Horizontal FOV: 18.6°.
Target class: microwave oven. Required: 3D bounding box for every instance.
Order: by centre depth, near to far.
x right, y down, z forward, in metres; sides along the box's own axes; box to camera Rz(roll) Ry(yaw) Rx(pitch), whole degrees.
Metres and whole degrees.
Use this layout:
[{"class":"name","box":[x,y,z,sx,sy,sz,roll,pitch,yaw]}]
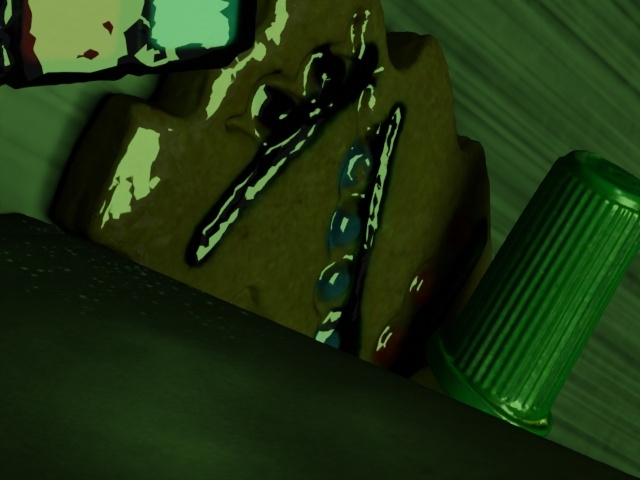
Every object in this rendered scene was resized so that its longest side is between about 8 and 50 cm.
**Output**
[{"class":"microwave oven","box":[-0.148,0.164,0.572,0.432,0.374,0.236,-9,114,-51]}]

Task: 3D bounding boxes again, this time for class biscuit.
[{"class":"biscuit","box":[0.001,0.000,0.905,0.301,0.043,0.278,17,96,-51]}]

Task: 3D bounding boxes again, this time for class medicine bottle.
[{"class":"medicine bottle","box":[0.066,0.096,0.949,0.309,0.076,0.111,-63,169,17]}]

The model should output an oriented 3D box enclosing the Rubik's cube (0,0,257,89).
[{"class":"Rubik's cube","box":[-0.131,-0.152,0.539,0.184,0.187,0.182,-8,115,-28]}]
